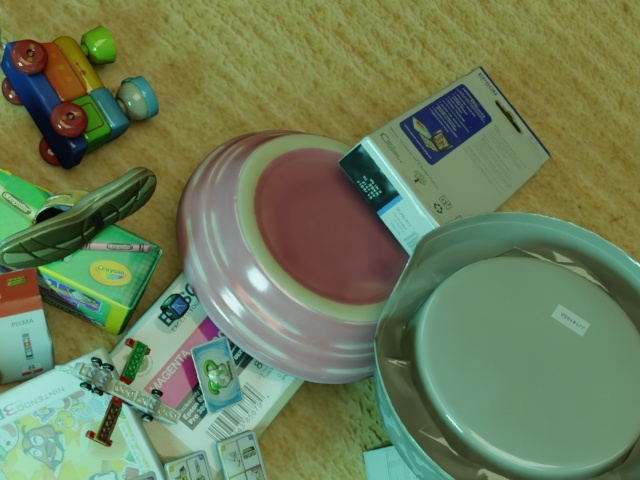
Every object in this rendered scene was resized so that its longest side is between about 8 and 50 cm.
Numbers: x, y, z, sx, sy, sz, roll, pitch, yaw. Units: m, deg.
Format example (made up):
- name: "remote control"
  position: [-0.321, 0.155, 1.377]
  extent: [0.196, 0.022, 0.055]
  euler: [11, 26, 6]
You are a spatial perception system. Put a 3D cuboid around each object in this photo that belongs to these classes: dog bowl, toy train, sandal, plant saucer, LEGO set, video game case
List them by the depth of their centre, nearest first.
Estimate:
- name: "sandal"
  position: [-0.250, -0.029, 1.077]
  extent: [0.180, 0.072, 0.049]
  euler: [-34, 71, -22]
- name: "dog bowl"
  position: [0.215, 0.138, 1.112]
  extent: [0.349, 0.102, 0.348]
  euler: [6, 56, -9]
- name: "LEGO set"
  position: [-0.165, 0.186, 1.128]
  extent: [0.182, 0.060, 0.244]
  euler: [-16, 92, -39]
- name: "video game case"
  position: [-0.276, 0.258, 1.139]
  extent: [0.206, 0.026, 0.227]
  euler: [-25, 94, 2]
- name: "plant saucer"
  position: [0.000, 0.000, 1.239]
  extent: [0.332, 0.084, 0.332]
  euler: [17, 52, -23]
- name: "toy train"
  position: [-0.311, -0.221, 1.270]
  extent: [0.143, 0.105, 0.248]
  euler: [-30, 85, -30]

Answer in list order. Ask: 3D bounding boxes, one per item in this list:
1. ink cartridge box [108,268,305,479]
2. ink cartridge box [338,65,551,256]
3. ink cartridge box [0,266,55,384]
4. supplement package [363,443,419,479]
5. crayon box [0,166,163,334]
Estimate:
- name: "ink cartridge box"
  position: [-0.132, 0.149, 1.226]
  extent: [0.193, 0.088, 0.234]
  euler: [41, 71, -3]
- name: "ink cartridge box"
  position: [0.166, -0.101, 1.331]
  extent: [0.165, 0.065, 0.333]
  euler: [52, 40, 3]
- name: "ink cartridge box"
  position: [-0.361, 0.103, 1.129]
  extent: [0.145, 0.179, 0.045]
  euler: [-12, 62, -17]
- name: "supplement package"
  position: [0.177, 0.289, 1.209]
  extent: [0.194, 0.203, 0.149]
  euler: [-7, 78, -17]
- name: "crayon box"
  position: [-0.323, 0.000, 1.172]
  extent: [0.278, 0.165, 0.081]
  euler: [27, 71, -7]
